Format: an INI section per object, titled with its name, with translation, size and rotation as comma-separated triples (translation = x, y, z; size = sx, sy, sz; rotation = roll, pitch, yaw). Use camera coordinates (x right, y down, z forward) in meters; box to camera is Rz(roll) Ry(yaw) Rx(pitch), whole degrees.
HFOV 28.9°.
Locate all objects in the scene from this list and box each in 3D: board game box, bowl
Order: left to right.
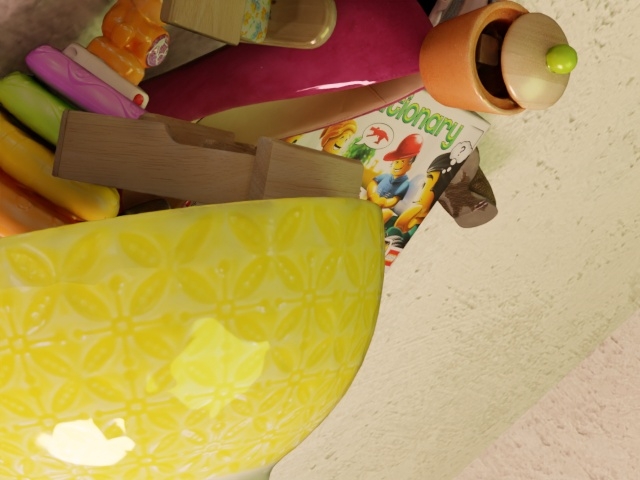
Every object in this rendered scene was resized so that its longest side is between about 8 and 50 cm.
[bowl]
translation = -0.096, 0.080, 0.677
size = 0.290, 0.156, 0.289
rotation = -9, 175, -1
[board game box]
translation = 0.021, -0.078, 1.172
size = 0.305, 0.053, 0.193
rotation = 14, 114, -53

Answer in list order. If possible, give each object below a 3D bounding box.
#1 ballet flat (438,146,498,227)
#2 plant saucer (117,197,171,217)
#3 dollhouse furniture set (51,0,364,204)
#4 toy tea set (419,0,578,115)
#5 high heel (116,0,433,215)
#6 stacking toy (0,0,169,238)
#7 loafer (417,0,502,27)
[ballet flat]
translation = 0.157, -0.083, 1.466
size = 0.084, 0.058, 0.250
rotation = -22, 154, 13
[plant saucer]
translation = -0.153, 0.045, 0.921
size = 0.029, 0.168, 0.168
rotation = 19, 126, -21
[dollhouse furniture set]
translation = -0.053, -0.142, 0.762
size = 0.212, 0.161, 0.242
rotation = 7, 94, -60
[toy tea set]
translation = 0.094, -0.240, 0.776
size = 0.200, 0.124, 0.336
rotation = -47, 119, -27
[high heel]
translation = -0.074, -0.065, 0.964
size = 0.377, 0.181, 0.127
rotation = -51, 155, 23
[stacking toy]
translation = -0.178, -0.074, 0.866
size = 0.302, 0.166, 0.175
rotation = -54, 159, 1
[loafer]
translation = 0.089, -0.246, 0.998
size = 0.095, 0.109, 0.302
rotation = -35, 159, 1
